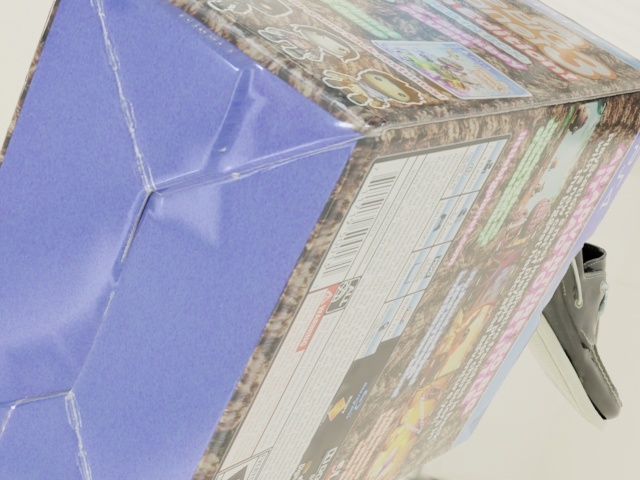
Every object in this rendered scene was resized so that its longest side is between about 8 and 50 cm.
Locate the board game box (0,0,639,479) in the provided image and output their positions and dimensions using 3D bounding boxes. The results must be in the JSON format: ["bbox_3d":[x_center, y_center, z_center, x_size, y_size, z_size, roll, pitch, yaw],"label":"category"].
[{"bbox_3d":[0.000,0.000,0.599,0.291,0.141,0.232,-14,-44,-56],"label":"board game box"}]

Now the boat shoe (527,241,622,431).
[{"bbox_3d":[0.169,0.040,0.911,0.079,0.233,0.084,-31,31,-3],"label":"boat shoe"}]
